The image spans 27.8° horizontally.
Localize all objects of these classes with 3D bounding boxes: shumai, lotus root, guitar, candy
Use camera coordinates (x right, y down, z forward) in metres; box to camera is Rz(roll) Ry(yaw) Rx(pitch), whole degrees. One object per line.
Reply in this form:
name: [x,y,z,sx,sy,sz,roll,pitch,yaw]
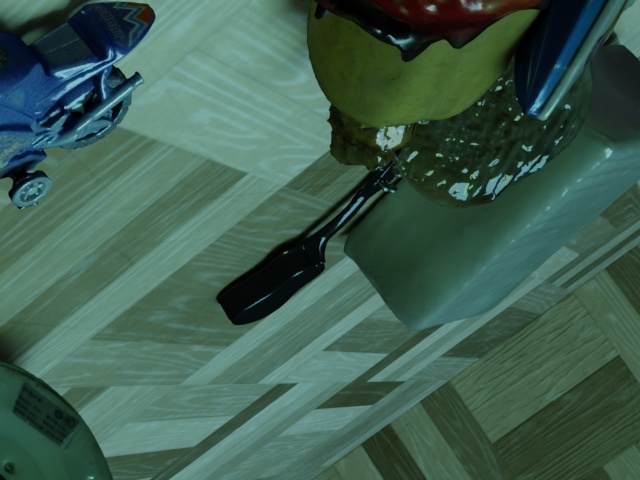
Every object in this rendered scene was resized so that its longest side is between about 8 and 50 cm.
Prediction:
shumai: [0.140,-0.122,1.142,0.209,0.161,0.153,-55,-173,-5]
lotus root: [0.072,-0.167,0.860,0.146,0.130,0.303,-8,154,-25]
guitar: [0.002,0.001,1.369,0.271,0.038,0.084,-41,164,22]
candy: [0.208,-0.053,1.417,0.208,0.145,0.358,-13,153,-51]

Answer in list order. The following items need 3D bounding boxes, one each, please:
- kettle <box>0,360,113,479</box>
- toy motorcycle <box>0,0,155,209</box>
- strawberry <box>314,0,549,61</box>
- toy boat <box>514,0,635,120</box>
kettle: [-0.352,0.262,1.155,0.342,0.247,0.319,-37,-169,39]
toy motorcycle: [-0.189,-0.076,0.736,0.205,0.076,0.114,-23,153,-36]
strawberry: [0.056,-0.230,0.496,0.250,0.239,0.288,-60,165,-23]
toy boat: [0.199,-0.185,0.899,0.295,0.088,0.129,-59,179,-33]
